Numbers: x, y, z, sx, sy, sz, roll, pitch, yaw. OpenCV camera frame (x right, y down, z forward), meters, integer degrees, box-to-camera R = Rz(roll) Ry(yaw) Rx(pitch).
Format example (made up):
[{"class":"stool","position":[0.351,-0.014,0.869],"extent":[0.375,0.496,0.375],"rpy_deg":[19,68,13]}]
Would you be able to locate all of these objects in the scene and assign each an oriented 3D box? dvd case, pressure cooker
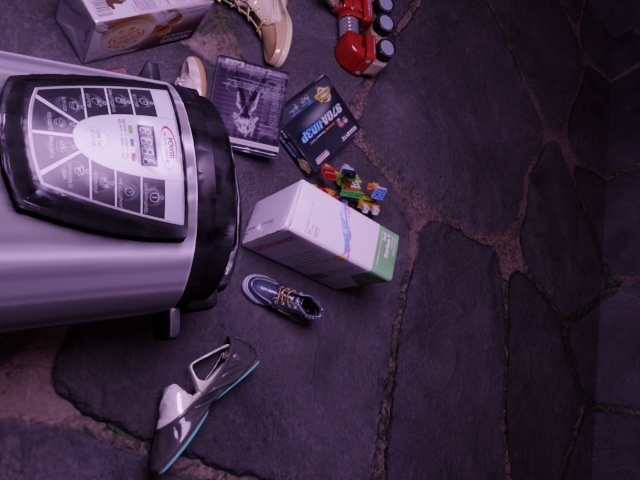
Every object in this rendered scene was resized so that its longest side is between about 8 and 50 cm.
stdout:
[{"class":"dvd case","position":[-0.164,-0.303,0.990],"extent":[0.165,0.018,0.221],"rpy_deg":[10,74,-14]},{"class":"pressure cooker","position":[-0.314,-0.068,0.650],"extent":[0.420,0.375,0.369],"rpy_deg":[-1,124,-37]}]

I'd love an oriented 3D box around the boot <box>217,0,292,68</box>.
[{"class":"boot","position":[-0.171,-0.541,1.016],"extent":[0.203,0.095,0.261],"rpy_deg":[4,77,-37]}]

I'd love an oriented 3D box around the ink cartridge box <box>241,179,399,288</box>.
[{"class":"ink cartridge box","position":[0.000,0.000,0.967],"extent":[0.278,0.201,0.117],"rpy_deg":[28,65,-29]}]

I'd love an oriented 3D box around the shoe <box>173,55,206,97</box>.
[{"class":"shoe","position":[-0.277,-0.279,0.896],"extent":[0.058,0.077,0.219],"rpy_deg":[8,78,-41]}]

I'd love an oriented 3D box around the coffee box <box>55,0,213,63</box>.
[{"class":"coffee box","position":[-0.349,-0.441,0.836],"extent":[0.246,0.141,0.098],"rpy_deg":[-36,102,-37]}]

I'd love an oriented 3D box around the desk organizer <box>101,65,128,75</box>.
[{"class":"desk organizer","position":[-0.419,-0.280,0.810],"extent":[0.130,0.047,0.050],"rpy_deg":[-28,100,-37]}]

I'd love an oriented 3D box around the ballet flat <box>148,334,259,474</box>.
[{"class":"ballet flat","position":[-0.232,0.285,0.815],"extent":[0.096,0.095,0.280],"rpy_deg":[50,45,-6]}]

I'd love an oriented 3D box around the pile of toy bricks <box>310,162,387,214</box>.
[{"class":"pile of toy bricks","position":[0.065,-0.147,1.124],"extent":[0.212,0.118,0.105],"rpy_deg":[9,37,-25]}]

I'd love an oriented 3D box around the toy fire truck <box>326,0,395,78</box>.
[{"class":"toy fire truck","position":[0.080,-0.592,1.195],"extent":[0.246,0.158,0.217],"rpy_deg":[6,78,-24]}]

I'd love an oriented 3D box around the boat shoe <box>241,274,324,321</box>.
[{"class":"boat shoe","position":[-0.078,0.123,0.959],"extent":[0.183,0.083,0.065],"rpy_deg":[32,63,-28]}]

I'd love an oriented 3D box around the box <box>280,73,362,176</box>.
[{"class":"box","position":[-0.013,-0.294,1.111],"extent":[0.175,0.051,0.220],"rpy_deg":[53,56,-15]}]
